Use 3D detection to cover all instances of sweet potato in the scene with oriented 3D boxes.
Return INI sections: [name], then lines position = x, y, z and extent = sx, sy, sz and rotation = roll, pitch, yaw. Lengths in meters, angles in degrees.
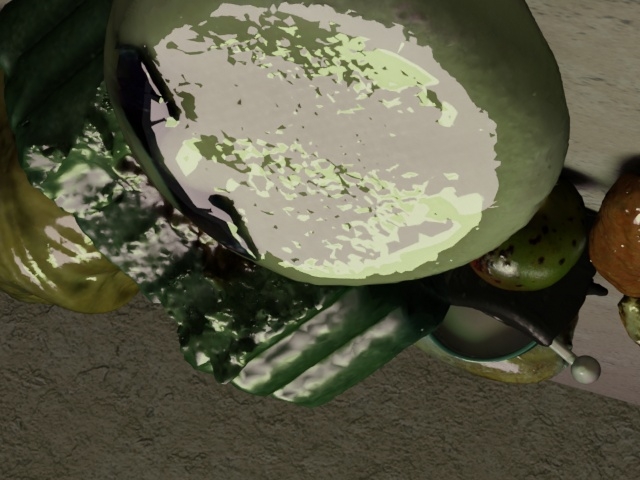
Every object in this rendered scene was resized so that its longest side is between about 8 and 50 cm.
[sweet potato]
position = 0.287, -0.009, 1.697
extent = 0.097, 0.097, 0.251
rotation = 14, 168, 14

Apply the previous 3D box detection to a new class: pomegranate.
[pomegranate]
position = 0.190, -0.016, 1.761
extent = 0.130, 0.130, 0.130
rotation = 16, 172, 2

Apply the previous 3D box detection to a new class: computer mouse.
[computer mouse]
position = 0.180, 0.010, 1.887
extent = 0.264, 0.147, 0.088
rotation = 24, -179, -27

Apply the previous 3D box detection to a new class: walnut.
[walnut]
position = -0.243, -0.061, 1.828
extent = 0.253, 0.282, 0.277
rotation = 55, -163, 23

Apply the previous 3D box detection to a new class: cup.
[cup]
position = 0.201, 0.058, 2.126
extent = 0.300, 0.167, 0.173
rotation = 42, -174, 11

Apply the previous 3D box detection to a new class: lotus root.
[lotus root]
position = 0.161, 0.073, 2.300
extent = 0.322, 0.158, 0.140
rotation = 22, 155, 7

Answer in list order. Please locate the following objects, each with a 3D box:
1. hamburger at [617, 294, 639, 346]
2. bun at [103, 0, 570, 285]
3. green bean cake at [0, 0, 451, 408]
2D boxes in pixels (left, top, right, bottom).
[hamburger]
position = 0.388, 0.054, 1.907
extent = 0.155, 0.135, 0.208
rotation = 50, -162, 9
[bun]
position = 0.017, -0.117, 1.157
extent = 0.293, 0.187, 0.293
rotation = 11, 142, 8
[green bean cake]
position = -0.081, -0.047, 1.374
extent = 0.169, 0.300, 0.308
rotation = -37, 142, 22
